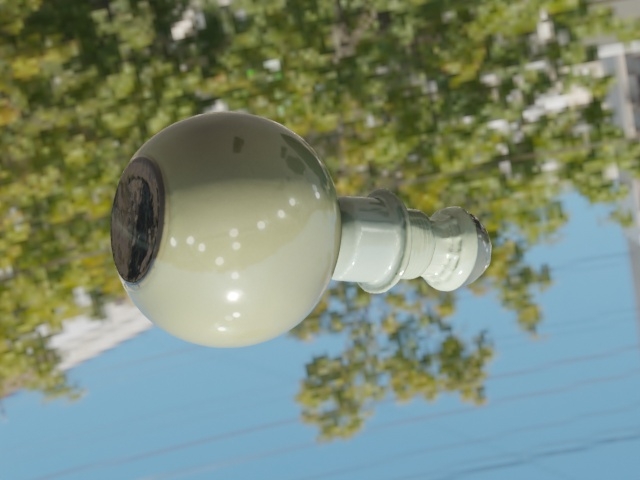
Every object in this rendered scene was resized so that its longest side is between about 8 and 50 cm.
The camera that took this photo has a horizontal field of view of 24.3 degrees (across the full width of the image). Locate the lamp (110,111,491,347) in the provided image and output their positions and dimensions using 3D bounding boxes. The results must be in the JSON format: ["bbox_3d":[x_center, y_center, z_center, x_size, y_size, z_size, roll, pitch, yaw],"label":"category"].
[{"bbox_3d":[0.000,0.000,0.593,0.163,0.091,0.091,7,-177,-31],"label":"lamp"}]
